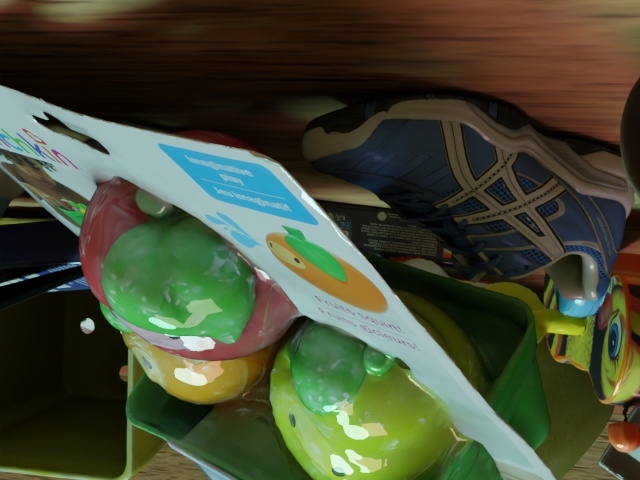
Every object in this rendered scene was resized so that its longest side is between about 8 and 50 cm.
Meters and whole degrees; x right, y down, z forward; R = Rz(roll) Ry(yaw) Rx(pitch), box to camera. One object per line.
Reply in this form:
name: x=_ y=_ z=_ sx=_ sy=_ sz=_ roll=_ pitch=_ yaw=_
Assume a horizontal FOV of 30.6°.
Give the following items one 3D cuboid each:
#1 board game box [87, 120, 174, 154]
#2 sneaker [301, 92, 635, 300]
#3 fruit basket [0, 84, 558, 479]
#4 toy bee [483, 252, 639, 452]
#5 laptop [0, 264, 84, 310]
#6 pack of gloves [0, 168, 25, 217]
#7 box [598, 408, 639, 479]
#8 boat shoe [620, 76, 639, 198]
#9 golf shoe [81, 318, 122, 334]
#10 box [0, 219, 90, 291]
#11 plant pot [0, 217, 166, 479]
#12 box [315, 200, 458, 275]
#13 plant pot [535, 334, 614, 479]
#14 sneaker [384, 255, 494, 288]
board game box: x=-0.098 y=-0.048 z=0.734 sx=0.090 sy=0.020 sz=0.090 roll=12 pitch=168 yaw=-28
sneaker: x=0.086 y=-0.022 z=0.617 sx=0.211 sy=0.081 sz=0.080 roll=13 pitch=169 yaw=-27
fruit basket: x=-0.046 y=0.044 z=0.611 sx=0.327 sy=0.165 sz=0.353 roll=18 pitch=164 yaw=43
toy bee: x=0.199 y=0.061 z=0.785 sx=0.195 sy=0.162 sz=0.298 roll=4 pitch=169 yaw=18
laptop: x=-0.277 y=0.130 z=0.765 sx=0.137 sy=0.264 sz=0.234 roll=30 pitch=-145 yaw=30
pack of gloves: x=-0.294 y=-0.061 z=0.756 sx=0.195 sy=0.046 sz=0.232 roll=16 pitch=159 yaw=-24
box: x=0.450 y=0.239 z=1.400 sx=0.143 sy=0.191 sz=0.381 roll=35 pitch=180 yaw=20
boat shoe: x=0.279 y=-0.031 z=0.450 sx=0.307 sy=0.110 sz=0.104 roll=11 pitch=176 yaw=27
golf shoe: x=-0.235 y=0.085 z=1.361 sx=0.186 sy=0.067 sz=0.086 roll=-1 pitch=166 yaw=32
box: x=-0.203 y=0.015 z=0.859 sx=0.225 sy=0.036 sz=0.136 roll=-4 pitch=171 yaw=6
plant pot: x=-0.217 y=0.087 z=1.049 sx=0.212 sy=0.212 sz=0.187 roll=1 pitch=180 yaw=20
box: x=0.000 y=0.000 z=0.889 sx=0.207 sy=0.036 sz=0.114 roll=7 pitch=169 yaw=-6
plant pot: x=0.154 y=0.164 z=1.163 sx=0.293 sy=0.274 sz=0.275 roll=-4 pitch=178 yaw=-42
sneaker: x=0.093 y=0.058 z=0.870 sx=0.064 sy=0.067 sz=0.175 roll=-7 pitch=165 yaw=42
